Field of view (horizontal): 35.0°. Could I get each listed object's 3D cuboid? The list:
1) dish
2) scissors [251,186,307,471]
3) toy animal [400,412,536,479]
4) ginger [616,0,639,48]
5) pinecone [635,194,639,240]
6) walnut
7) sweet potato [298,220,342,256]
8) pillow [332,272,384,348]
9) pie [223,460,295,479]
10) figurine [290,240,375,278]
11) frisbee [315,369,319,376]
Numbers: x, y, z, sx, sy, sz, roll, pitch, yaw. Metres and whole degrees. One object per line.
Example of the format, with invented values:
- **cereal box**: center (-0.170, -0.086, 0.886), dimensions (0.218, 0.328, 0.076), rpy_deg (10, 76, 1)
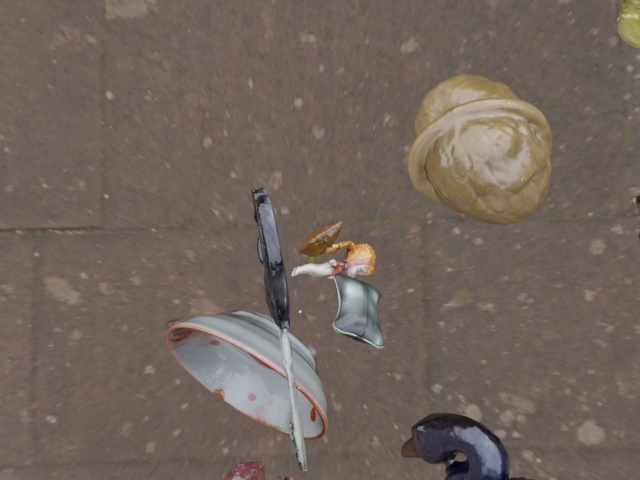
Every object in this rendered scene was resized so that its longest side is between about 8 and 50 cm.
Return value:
- **dish**: center (-0.085, 0.169, 1.416), dimensions (0.260, 0.260, 0.085), rpy_deg (33, 64, 1)
- **scissors**: center (-0.038, 0.096, 1.020), dimensions (0.022, 0.109, 0.300), rpy_deg (-9, 104, -7)
- **toy animal**: center (0.156, 0.283, 0.827), dimensions (0.122, 0.185, 0.298), rpy_deg (-9, 54, -34)
- **ginger**: center (0.503, -0.414, 1.436), dimensions (0.123, 0.219, 0.270), rpy_deg (17, 55, 5)
- **pinecone**: center (0.478, -0.057, 1.163), dimensions (0.224, 0.224, 0.273), rpy_deg (9, 129, 0)
- **walnut**: center (0.305, -0.176, 1.964), dimensions (0.285, 0.285, 0.296), rpy_deg (-12, 53, -2)
- **sweet potato**: center (0.000, 0.000, 1.486), dimensions (0.095, 0.034, 0.034), rpy_deg (-38, 87, 39)
- **pillow**: center (0.060, 0.109, 1.617), dimensions (0.055, 0.136, 0.091), rpy_deg (-28, 123, 20)
- **pie**: center (-0.091, 0.467, 1.663), dimensions (0.054, 0.218, 0.204), rpy_deg (-13, 71, 29)
- **figurine**: center (0.016, 0.027, 1.266), dimensions (0.109, 0.064, 0.047), rpy_deg (-9, 87, -17)
- **frisbee**: center (-0.128, 0.256, 1.963), dimensions (0.250, 0.251, 0.021), rpy_deg (7, 63, -1)
